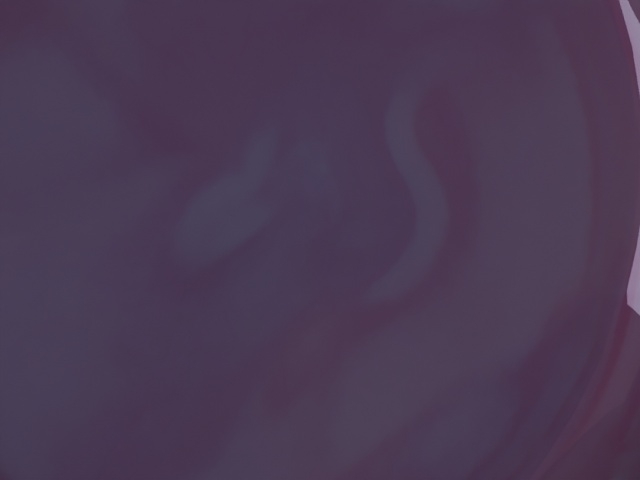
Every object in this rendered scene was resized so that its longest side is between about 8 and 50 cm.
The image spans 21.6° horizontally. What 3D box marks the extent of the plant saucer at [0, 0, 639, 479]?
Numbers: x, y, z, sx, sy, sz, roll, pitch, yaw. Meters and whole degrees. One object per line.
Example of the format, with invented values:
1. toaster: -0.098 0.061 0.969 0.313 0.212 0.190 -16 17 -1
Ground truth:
1. plant saucer: 0.000 0.000 0.450 0.332 0.084 0.332 -6 104 -26
